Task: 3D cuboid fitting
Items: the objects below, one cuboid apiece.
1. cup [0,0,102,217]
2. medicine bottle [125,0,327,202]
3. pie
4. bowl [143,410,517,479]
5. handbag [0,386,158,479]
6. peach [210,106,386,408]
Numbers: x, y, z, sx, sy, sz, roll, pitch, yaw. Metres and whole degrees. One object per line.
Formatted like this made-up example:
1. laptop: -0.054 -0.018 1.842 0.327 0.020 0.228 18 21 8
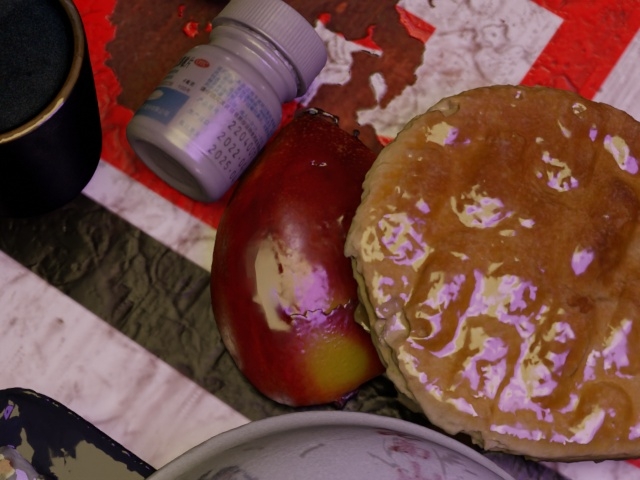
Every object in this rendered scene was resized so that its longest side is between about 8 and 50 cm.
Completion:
1. cup: -0.286 -0.141 1.022 0.166 0.177 0.239 -40 75 -13
2. medicine bottle: -0.081 -0.124 1.057 0.105 0.105 0.168 34 72 11
3. pie: 0.182 0.024 0.996 0.339 0.083 0.339 3 70 -9
4. bowl: 0.034 0.286 0.754 0.435 0.196 0.434 4 64 -9
5. handbag: -0.191 0.306 0.888 0.329 0.122 0.303 33 72 9
6. peach: 0.000 0.000 1.033 0.189 0.068 0.279 -2 69 -5
